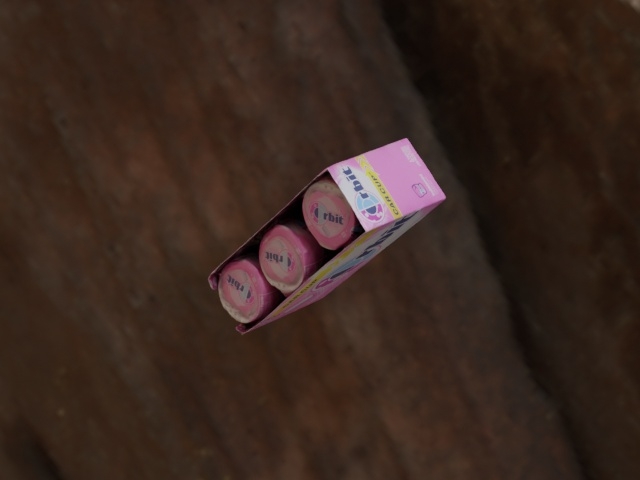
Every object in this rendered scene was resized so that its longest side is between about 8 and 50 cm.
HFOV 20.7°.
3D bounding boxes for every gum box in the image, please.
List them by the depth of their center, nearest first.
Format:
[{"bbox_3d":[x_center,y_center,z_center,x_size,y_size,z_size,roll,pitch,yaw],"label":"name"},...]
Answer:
[{"bbox_3d":[0.000,0.000,1.439,0.188,0.107,0.062,-41,-102,42],"label":"gum box"}]
